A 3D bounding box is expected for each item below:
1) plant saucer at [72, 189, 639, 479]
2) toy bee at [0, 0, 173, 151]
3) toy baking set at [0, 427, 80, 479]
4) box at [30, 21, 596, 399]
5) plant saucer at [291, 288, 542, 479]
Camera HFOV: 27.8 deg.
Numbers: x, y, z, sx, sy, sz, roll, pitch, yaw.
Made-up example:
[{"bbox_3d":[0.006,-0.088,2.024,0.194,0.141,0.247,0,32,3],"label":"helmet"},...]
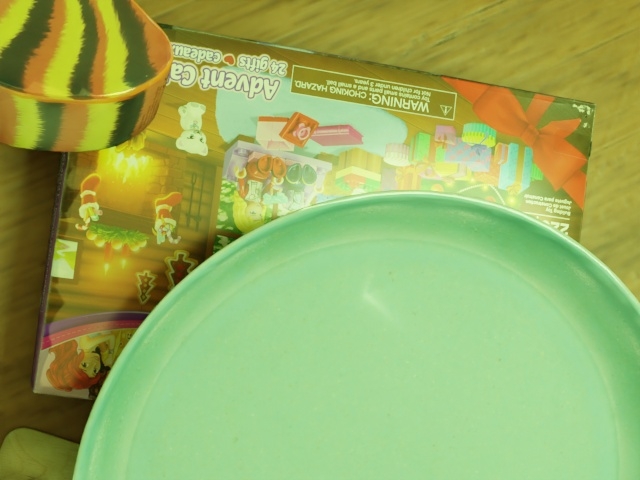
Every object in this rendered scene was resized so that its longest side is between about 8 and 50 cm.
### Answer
[{"bbox_3d":[0.034,0.130,0.648,0.317,0.043,0.318,-2,99,-12],"label":"plant saucer"},{"bbox_3d":[-0.212,-0.149,0.620,0.162,0.195,0.298,-29,55,-25],"label":"toy bee"},{"bbox_3d":[-0.085,0.218,0.700,0.196,0.030,0.256,-10,90,-14],"label":"toy baking set"},{"bbox_3d":[0.000,0.000,0.717,0.293,0.057,0.201,8,87,-14],"label":"box"},{"bbox_3d":[0.050,0.092,0.683,0.168,0.029,0.169,-2,100,-13],"label":"plant saucer"}]
